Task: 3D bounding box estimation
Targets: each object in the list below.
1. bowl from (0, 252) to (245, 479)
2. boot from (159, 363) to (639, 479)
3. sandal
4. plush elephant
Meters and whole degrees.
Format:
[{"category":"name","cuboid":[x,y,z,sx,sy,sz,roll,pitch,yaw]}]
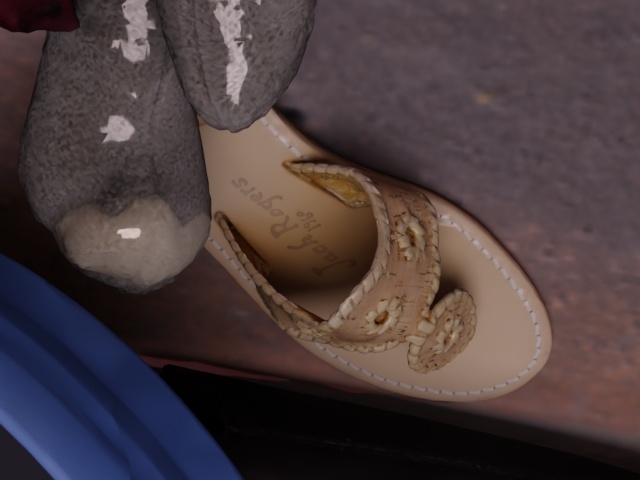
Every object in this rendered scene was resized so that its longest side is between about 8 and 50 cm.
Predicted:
[{"category":"bowl","cuboid":[-0.153,0.169,0.691,0.391,0.077,0.391,15,118,30]},{"category":"boot","cuboid":[0.103,0.268,0.788,0.445,0.146,0.367,10,98,-11]},{"category":"sandal","cuboid":[-0.005,0.004,0.713,0.240,0.079,0.088,41,109,-18]},{"category":"plush elephant","cuboid":[-0.114,-0.131,0.532,0.272,0.255,0.330,31,107,-2]}]
